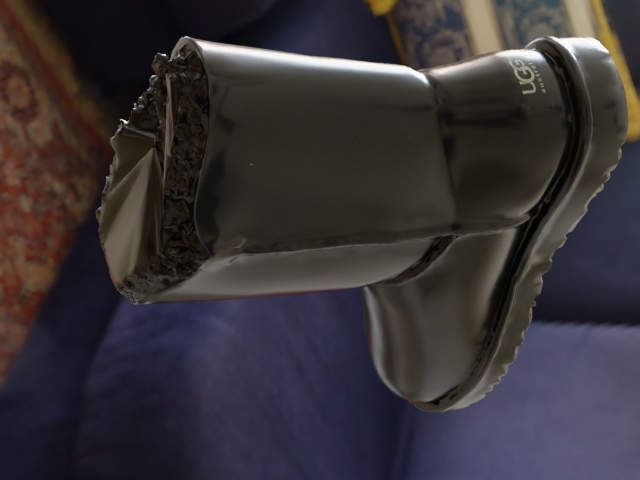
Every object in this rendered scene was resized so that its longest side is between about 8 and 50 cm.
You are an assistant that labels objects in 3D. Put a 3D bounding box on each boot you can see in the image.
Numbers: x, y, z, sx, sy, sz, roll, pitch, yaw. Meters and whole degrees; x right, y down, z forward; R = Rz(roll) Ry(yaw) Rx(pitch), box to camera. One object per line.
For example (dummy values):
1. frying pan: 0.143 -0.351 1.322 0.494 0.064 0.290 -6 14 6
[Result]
1. boot: 0.000 0.000 0.735 0.207 0.246 0.094 -4 55 -21
